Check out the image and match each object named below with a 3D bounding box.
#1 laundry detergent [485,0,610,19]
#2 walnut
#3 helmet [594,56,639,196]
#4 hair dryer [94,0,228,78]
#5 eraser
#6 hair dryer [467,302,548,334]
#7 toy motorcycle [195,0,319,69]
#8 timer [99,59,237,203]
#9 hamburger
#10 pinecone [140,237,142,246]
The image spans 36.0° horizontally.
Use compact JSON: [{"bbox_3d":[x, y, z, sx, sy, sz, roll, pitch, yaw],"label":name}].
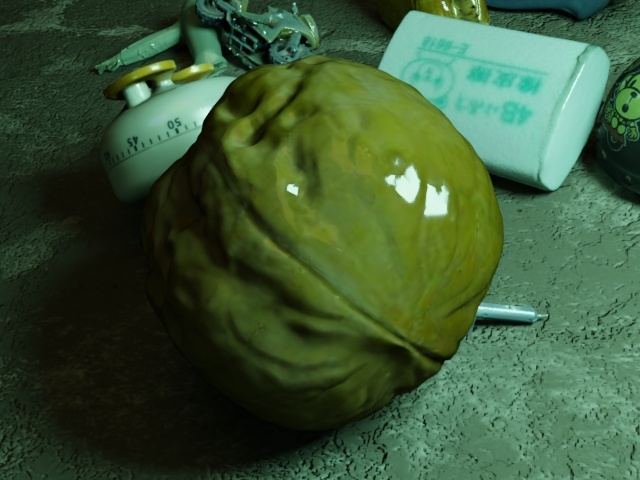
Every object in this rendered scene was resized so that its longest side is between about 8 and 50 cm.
[{"bbox_3d":[0.386,-0.432,1.578,0.289,0.143,0.094,19,25,34],"label":"laundry detergent"},{"bbox_3d":[0.000,0.000,0.994,0.354,0.308,0.398,-55,35,15],"label":"walnut"},{"bbox_3d":[0.477,-0.163,1.201,0.278,0.160,0.231,-11,36,4],"label":"helmet"},{"bbox_3d":[-0.278,-0.320,1.698,0.237,0.075,0.206,-17,44,5],"label":"hair dryer"},{"bbox_3d":[0.213,-0.190,1.304,0.290,0.104,0.189,21,93,36],"label":"eraser"},{"bbox_3d":[0.191,0.073,1.065,0.114,0.063,0.037,6,37,-1],"label":"hair dryer"},{"bbox_3d":[-0.096,-0.356,1.643,0.229,0.094,0.130,35,55,16],"label":"toy motorcycle"},{"bbox_3d":[-0.163,-0.108,1.299,0.233,0.240,0.233,-22,2,1],"label":"timer"},{"bbox_3d":[0.184,-0.416,1.606,0.144,0.157,0.283,-21,36,-12],"label":"hamburger"},{"bbox_3d":[-0.186,-0.002,1.245,0.083,0.077,0.077,17,44,10],"label":"pinecone"}]
